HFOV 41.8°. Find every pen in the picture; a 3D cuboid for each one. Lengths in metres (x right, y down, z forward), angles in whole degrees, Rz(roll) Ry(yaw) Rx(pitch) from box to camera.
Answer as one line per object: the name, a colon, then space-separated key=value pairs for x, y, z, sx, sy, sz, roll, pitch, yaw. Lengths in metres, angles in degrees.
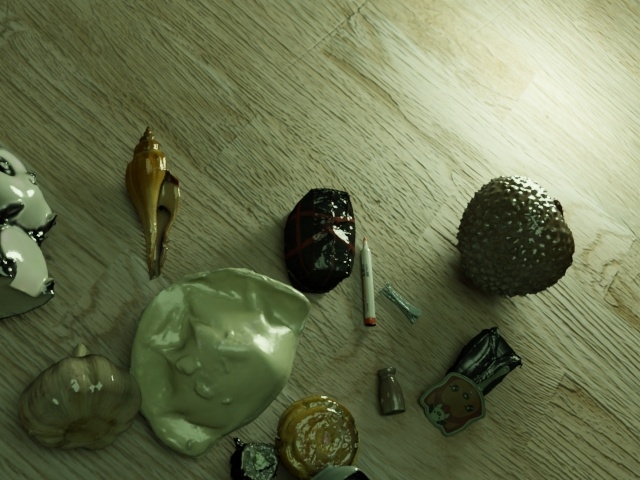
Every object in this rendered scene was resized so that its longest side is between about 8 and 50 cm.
pen: x=0.111 y=0.095 z=1.965 sx=0.026 sy=0.026 sz=0.218 roll=6 pitch=68 yaw=-21

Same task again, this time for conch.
conch: x=-0.365 y=-0.082 z=1.803 sx=0.109 sy=0.093 sz=0.330 roll=-1 pitch=90 yaw=-42

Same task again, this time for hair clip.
hair clip: x=0.193 y=0.144 z=1.975 sx=0.115 sy=0.039 sz=0.030 roll=42 pitch=54 yaw=-1

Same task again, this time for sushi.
sushi: x=-0.139 y=0.449 z=1.683 sx=0.098 sy=0.084 sz=0.094 roll=14 pitch=69 yaw=-13

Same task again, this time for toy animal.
toy animal: x=-0.633 y=-0.026 z=1.575 sx=0.251 sy=0.251 sz=0.309 roll=-1 pitch=63 yaw=-24

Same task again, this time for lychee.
lychee: x=0.464 y=-0.009 z=2.027 sx=0.300 sy=0.300 sz=0.299 roll=8 pitch=67 yaw=-20

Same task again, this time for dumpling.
dumpling: x=-0.218 y=0.222 z=1.655 sx=0.316 sy=0.233 sz=0.395 roll=34 pitch=90 yaw=-12

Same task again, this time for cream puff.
cream puff: x=-0.006 y=0.411 z=1.728 sx=0.189 sy=0.129 sz=0.188 roll=2 pitch=84 yaw=-22

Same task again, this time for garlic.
garlic: x=-0.458 y=0.275 z=1.576 sx=0.219 sy=0.218 sz=0.212 roll=-1 pitch=41 yaw=-24

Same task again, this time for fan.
fan: x=0.337 y=0.348 z=1.899 sx=0.220 sy=0.009 sz=0.132 roll=-35 pitch=95 yaw=7

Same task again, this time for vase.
vase: x=0.156 y=0.337 z=1.874 sx=0.053 sy=0.053 sz=0.100 roll=0 pitch=66 yaw=-23

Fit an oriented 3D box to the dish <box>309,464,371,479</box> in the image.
dish: x=0.033 y=0.523 z=1.658 sx=0.182 sy=0.243 sz=0.080 roll=-37 pitch=46 yaw=0

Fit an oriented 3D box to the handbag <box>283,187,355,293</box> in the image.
handbag: x=0.000 y=0.000 z=1.872 sx=0.155 sy=0.169 sz=0.215 roll=6 pitch=69 yaw=-21

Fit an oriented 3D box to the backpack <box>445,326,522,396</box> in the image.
backpack: x=0.373 y=0.291 z=1.958 sx=0.165 sy=0.106 sz=0.120 roll=-37 pitch=91 yaw=-9
